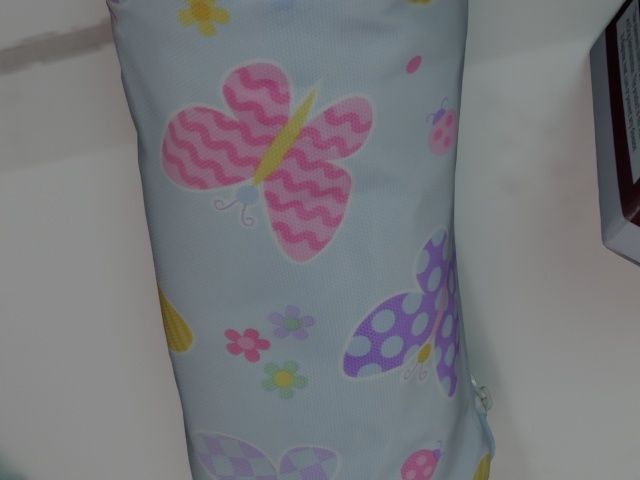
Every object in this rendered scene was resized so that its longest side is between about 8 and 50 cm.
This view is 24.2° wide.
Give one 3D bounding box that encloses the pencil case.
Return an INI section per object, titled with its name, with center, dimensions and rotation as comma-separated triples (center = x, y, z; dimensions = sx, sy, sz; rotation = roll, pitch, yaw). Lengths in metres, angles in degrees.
[pencil case]
center = 0.000, 0.000, 0.538
dimensions = 0.124, 0.113, 0.273
rotation = -7, 124, 0

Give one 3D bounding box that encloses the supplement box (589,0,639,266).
[supplement box]
center = 0.174, -0.102, 0.433
dimensions = 0.073, 0.130, 0.239
rotation = 26, 125, -10
